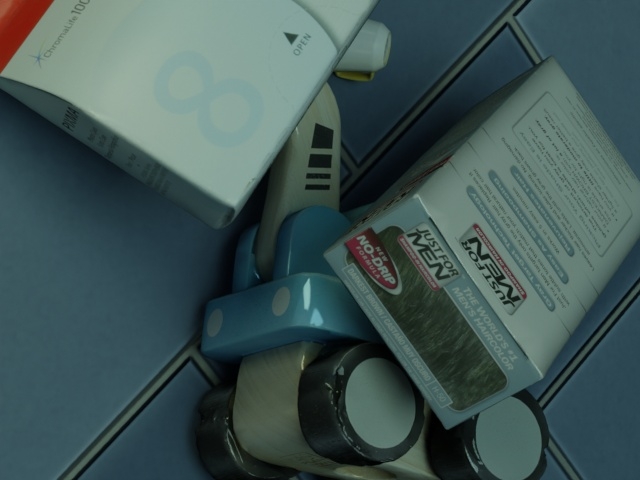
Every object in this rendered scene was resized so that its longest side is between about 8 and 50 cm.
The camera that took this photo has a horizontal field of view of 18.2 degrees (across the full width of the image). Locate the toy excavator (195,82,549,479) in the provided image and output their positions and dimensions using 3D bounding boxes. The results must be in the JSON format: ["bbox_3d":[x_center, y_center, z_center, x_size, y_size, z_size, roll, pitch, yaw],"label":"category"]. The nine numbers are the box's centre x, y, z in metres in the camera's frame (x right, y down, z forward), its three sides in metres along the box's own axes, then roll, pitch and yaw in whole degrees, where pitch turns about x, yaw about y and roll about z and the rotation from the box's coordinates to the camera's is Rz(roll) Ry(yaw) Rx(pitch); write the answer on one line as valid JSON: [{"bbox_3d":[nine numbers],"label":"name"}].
[{"bbox_3d":[0.000,0.000,1.839,0.433,0.222,0.445,18,67,-32],"label":"toy excavator"}]

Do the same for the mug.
[{"bbox_3d":[0.034,-0.186,1.901,0.064,0.078,0.062,10,90,10],"label":"mug"}]

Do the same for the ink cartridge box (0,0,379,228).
[{"bbox_3d":[-0.156,-0.240,1.689,0.385,0.091,0.308,34,71,-4],"label":"ink cartridge box"}]

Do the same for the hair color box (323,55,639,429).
[{"bbox_3d":[0.163,-0.009,1.775,0.185,0.113,0.374,55,32,-5],"label":"hair color box"}]
